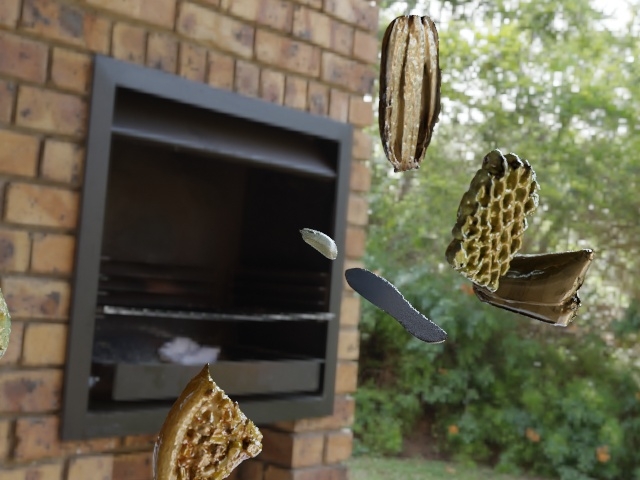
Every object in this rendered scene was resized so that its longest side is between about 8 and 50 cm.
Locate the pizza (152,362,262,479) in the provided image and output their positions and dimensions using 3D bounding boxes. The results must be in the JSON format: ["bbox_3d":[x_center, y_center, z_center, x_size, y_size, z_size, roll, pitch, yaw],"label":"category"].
[{"bbox_3d":[-0.115,0.219,0.987,0.131,0.178,0.041,19,9,-39],"label":"pizza"}]

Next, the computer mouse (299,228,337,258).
[{"bbox_3d":[0.000,0.000,2.198,0.110,0.032,0.056,35,23,-11],"label":"computer mouse"}]

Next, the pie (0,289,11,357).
[{"bbox_3d":[-0.669,0.140,1.560,0.303,0.302,0.067,5,19,-10],"label":"pie"}]

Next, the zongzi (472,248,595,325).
[{"bbox_3d":[0.365,0.052,1.603,0.195,0.099,0.197,15,-37,9],"label":"zongzi"}]

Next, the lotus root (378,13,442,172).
[{"bbox_3d":[0.174,-0.307,1.960,0.167,0.329,0.078,-1,10,-36],"label":"lotus root"}]

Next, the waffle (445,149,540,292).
[{"bbox_3d":[0.265,-0.035,1.437,0.054,0.204,0.223,27,-1,35],"label":"waffle"}]

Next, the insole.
[{"bbox_3d":[0.119,0.106,1.564,0.086,0.005,0.253,-4,28,-34],"label":"insole"}]
